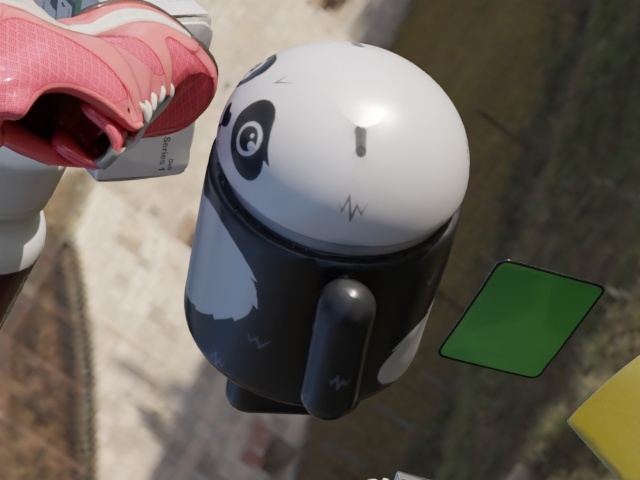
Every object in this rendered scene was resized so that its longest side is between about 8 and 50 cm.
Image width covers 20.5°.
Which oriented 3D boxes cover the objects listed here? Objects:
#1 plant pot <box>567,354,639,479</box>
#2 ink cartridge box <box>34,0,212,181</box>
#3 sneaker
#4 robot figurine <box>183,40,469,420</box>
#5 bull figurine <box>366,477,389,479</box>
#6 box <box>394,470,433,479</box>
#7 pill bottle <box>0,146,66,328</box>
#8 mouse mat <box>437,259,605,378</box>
[{"bbox_3d":[0.474,0.236,2.191,0.187,0.212,0.212,-56,29,10],"label":"plant pot"},{"bbox_3d":[-0.195,-0.172,1.577,0.219,0.092,0.160,44,132,45],"label":"ink cartridge box"},{"bbox_3d":[-0.165,-0.093,1.230,0.116,0.136,0.314,-48,-25,21],"label":"sneaker"},{"bbox_3d":[-0.002,-0.001,1.186,0.173,0.209,0.278,-30,-32,-37],"label":"robot figurine"},{"bbox_3d":[0.064,0.386,1.986,0.310,0.188,0.101,-51,38,26],"label":"bull figurine"},{"bbox_3d":[0.167,0.464,2.204,0.076,0.242,0.307,-106,34,-76],"label":"box"},{"bbox_3d":[-0.418,0.025,1.818,0.392,0.224,0.224,-59,8,25],"label":"pill bottle"},{"bbox_3d":[0.251,0.101,2.230,0.007,0.152,0.190,-94,26,-44],"label":"mouse mat"}]
